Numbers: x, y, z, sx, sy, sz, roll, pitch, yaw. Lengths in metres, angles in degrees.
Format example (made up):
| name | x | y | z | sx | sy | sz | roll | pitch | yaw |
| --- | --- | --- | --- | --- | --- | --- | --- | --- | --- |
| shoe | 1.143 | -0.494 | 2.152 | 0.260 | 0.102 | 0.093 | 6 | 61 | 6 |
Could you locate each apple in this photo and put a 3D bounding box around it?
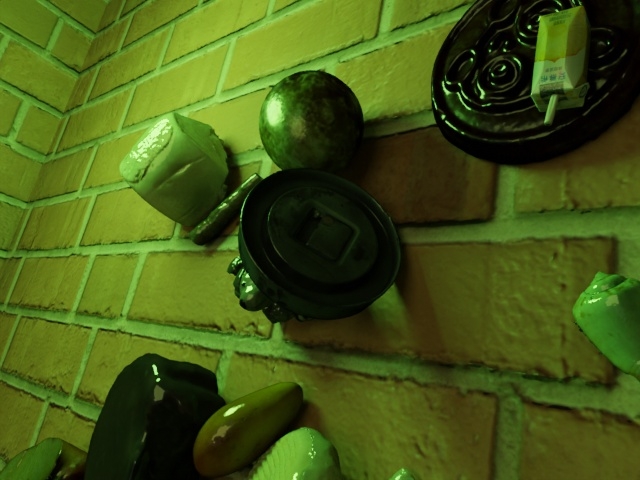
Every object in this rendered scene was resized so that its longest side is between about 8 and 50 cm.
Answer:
| name | x | y | z | sx | sy | sz | roll | pitch | yaw |
| --- | --- | --- | --- | --- | --- | --- | --- | --- | --- |
| apple | -0.734 | 0.690 | 1.218 | 0.365 | 0.295 | 0.328 | -37 | 77 | 18 |

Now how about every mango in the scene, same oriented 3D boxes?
| name | x | y | z | sx | sy | sz | roll | pitch | yaw |
| --- | --- | --- | --- | --- | --- | --- | --- | --- | --- |
| mango | -0.142 | 0.366 | 0.948 | 0.253 | 0.138 | 0.113 | -36 | 47 | -8 |

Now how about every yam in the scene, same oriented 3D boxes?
| name | x | y | z | sx | sy | sz | roll | pitch | yaw |
| --- | --- | --- | --- | --- | --- | --- | --- | --- | --- |
| yam | -0.259 | -0.086 | 1.339 | 0.274 | 0.061 | 0.061 | -41 | 49 | 16 |

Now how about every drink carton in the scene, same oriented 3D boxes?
| name | x | y | z | sx | sy | sz | roll | pitch | yaw |
| --- | --- | --- | --- | --- | --- | --- | --- | --- | --- |
| drink carton | 0.380 | -0.261 | 0.763 | 0.084 | 0.074 | 0.200 | 3 | 77 | 38 |

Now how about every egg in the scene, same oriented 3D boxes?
| name | x | y | z | sx | sy | sz | roll | pitch | yaw |
| --- | --- | --- | --- | --- | --- | --- | --- | --- | --- |
| egg | -0.021 | -0.253 | 1.077 | 0.238 | 0.238 | 0.289 | -40 | 18 | 19 |

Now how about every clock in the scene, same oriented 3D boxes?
| name | x | y | z | sx | sy | sz | roll | pitch | yaw |
| --- | --- | --- | --- | --- | --- | --- | --- | --- | --- |
| clock | 0.000 | 0.000 | 0.920 | 0.066 | 0.319 | 0.318 | 119 | 147 | -50 |

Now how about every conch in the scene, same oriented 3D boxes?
| name | x | y | z | sx | sy | sz | roll | pitch | yaw |
| --- | --- | --- | --- | --- | --- | --- | --- | --- | --- |
| conch | 0.414 | 0.124 | 0.664 | 0.106 | 0.079 | 0.170 | -39 | 55 | 39 |

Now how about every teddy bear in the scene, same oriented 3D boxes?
| name | x | y | z | sx | sy | sz | roll | pitch | yaw |
| --- | --- | --- | --- | --- | --- | --- | --- | --- | --- |
| teddy bear | -0.092 | 0.115 | 1.034 | 0.251 | 0.171 | 0.144 | -10 | 26 | 29 |

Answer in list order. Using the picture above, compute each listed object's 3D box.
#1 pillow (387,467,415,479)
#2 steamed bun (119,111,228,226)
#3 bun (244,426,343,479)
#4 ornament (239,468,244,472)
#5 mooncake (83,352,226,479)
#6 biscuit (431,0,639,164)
| name | x | y | z | sx | sy | sz | roll | pitch | yaw |
| --- | --- | --- | --- | --- | --- | --- | --- | --- | --- |
| pillow | 0.098 | 0.545 | 0.720 | 0.281 | 0.076 | 0.274 | -47 | 45 | 12 |
| steamed bun | -0.399 | -0.198 | 1.411 | 0.272 | 0.273 | 0.290 | 43 | 103 | 28 |
| bun | -0.055 | 0.463 | 0.815 | 0.287 | 0.146 | 0.287 | -46 | 8 | 9 |
| ornament | -0.177 | 0.445 | 1.028 | 0.092 | 0.041 | 0.068 | 3 | 66 | 51 |
| mooncake | -0.369 | 0.445 | 1.070 | 0.351 | 0.212 | 0.381 | 25 | 90 | 49 |
| biscuit | 0.388 | -0.338 | 0.893 | 0.407 | 0.091 | 0.407 | -18 | 59 | 32 |
